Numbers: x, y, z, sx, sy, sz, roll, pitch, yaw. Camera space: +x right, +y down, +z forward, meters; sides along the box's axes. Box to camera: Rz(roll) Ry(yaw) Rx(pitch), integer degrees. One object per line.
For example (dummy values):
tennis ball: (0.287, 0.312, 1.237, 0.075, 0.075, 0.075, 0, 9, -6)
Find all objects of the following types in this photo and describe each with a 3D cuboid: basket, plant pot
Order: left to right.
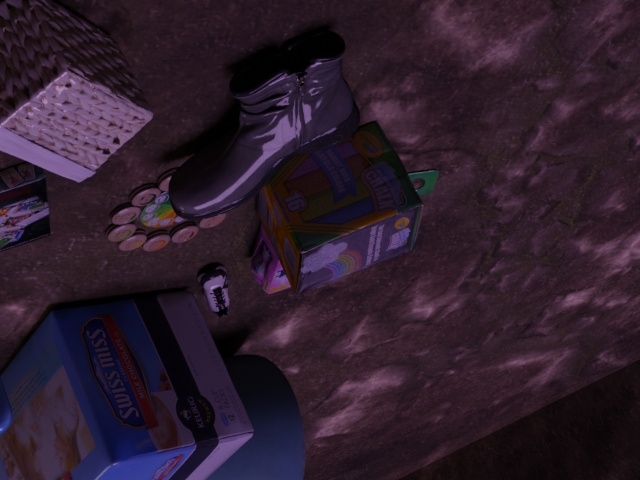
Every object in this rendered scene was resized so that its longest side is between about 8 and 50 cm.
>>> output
basket: (-0.241, -0.139, 1.346, 0.103, 0.113, 0.167, -35, 158, 14)
plant pot: (-0.184, 0.314, 2.234, 0.195, 0.290, 0.290, 4, 145, -36)

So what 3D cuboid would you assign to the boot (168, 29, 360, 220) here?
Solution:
boot: (-0.076, -0.132, 1.620, 0.246, 0.083, 0.161, -31, 152, -3)

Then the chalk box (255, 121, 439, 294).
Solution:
chalk box: (0.041, -0.048, 1.849, 0.213, 0.132, 0.132, -22, 157, -14)

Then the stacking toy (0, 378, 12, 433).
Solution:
stacking toy: (-0.477, 0.132, 1.644, 0.175, 0.166, 0.302, -28, 154, -5)

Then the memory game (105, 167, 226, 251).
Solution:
memory game: (-0.169, -0.038, 1.792, 0.186, 0.012, 0.186, -23, 158, -10)

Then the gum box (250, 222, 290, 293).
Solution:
gum box: (0.000, 0.000, 1.999, 0.188, 0.062, 0.107, -18, 157, -20)

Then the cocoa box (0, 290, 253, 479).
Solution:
cocoa box: (-0.299, 0.259, 2.021, 0.228, 0.231, 0.347, -6, 151, -41)

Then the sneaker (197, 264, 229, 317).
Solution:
sneaker: (-0.138, 0.069, 2.029, 0.040, 0.044, 0.109, -22, 156, -6)

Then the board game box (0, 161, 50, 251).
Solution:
board game box: (-0.413, -0.004, 1.575, 0.260, 0.030, 0.136, -19, 160, -17)
